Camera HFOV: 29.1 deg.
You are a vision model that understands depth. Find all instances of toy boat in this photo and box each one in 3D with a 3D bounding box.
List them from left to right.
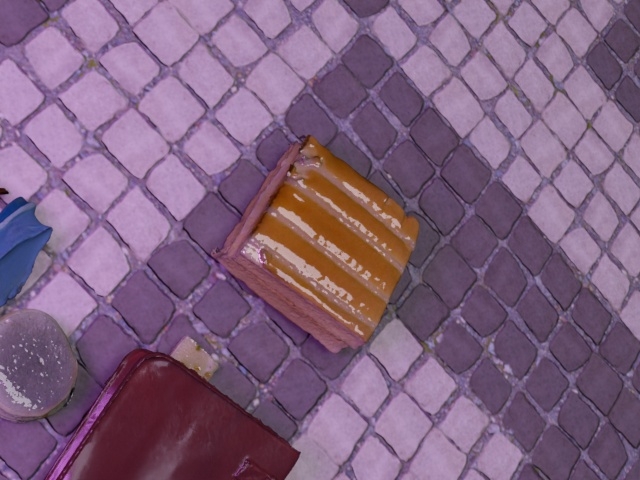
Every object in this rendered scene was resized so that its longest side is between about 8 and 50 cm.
[{"bbox_3d":[-0.435,0.033,1.542,0.098,0.109,0.238,28,57,16],"label":"toy boat"}]

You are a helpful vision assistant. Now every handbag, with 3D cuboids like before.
[{"bbox_3d":[-0.193,0.307,1.591,0.275,0.084,0.260,37,72,-21],"label":"handbag"}]

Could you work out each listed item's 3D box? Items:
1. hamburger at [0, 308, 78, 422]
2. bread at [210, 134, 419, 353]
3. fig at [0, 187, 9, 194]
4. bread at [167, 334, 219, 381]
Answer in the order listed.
[{"bbox_3d":[-0.375,0.161,1.557,0.133,0.062,0.140,-31,91,-38],"label":"hamburger"},{"bbox_3d":[0.000,0.000,1.802,0.246,0.111,0.239,37,57,-15],"label":"bread"},{"bbox_3d":[-0.473,-0.071,1.529,0.201,0.134,0.146,24,74,-33],"label":"fig"},{"bbox_3d":[-0.202,0.204,1.671,0.068,0.028,0.153,44,57,-12],"label":"bread"}]
